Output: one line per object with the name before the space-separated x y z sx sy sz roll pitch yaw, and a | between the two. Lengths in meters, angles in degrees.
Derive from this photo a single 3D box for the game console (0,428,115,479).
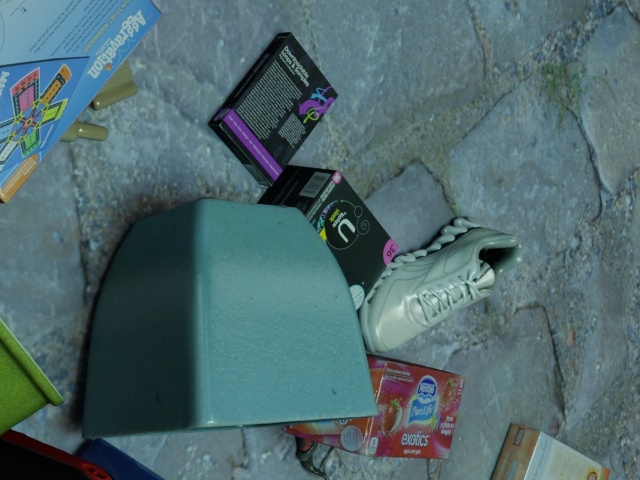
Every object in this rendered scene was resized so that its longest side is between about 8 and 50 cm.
game console | -0.298 0.365 1.055 0.060 0.342 0.386 -12 105 -43

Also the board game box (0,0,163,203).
board game box | -0.294 -0.190 1.140 0.145 0.027 0.281 49 63 -31

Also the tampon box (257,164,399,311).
tampon box | 0.000 0.000 1.411 0.161 0.101 0.120 49 67 -35

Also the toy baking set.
toy baking set | -0.309 -0.206 1.165 0.256 0.030 0.196 0 94 -41

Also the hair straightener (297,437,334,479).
hair straightener | 0.005 0.217 1.486 0.089 0.047 0.230 -18 108 -37

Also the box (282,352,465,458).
box | 0.077 0.215 1.451 0.257 0.128 0.122 20 81 -58

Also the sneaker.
sneaker | 0.172 0.063 1.562 0.292 0.118 0.110 -37 121 -29

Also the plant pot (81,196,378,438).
plant pot | -0.112 0.089 1.250 0.248 0.247 0.252 5 76 -41

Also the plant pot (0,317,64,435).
plant pot | -0.467 0.101 0.898 0.353 0.366 0.366 -39 121 -16

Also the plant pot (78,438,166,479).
plant pot | -0.208 0.396 1.210 0.212 0.236 0.236 -44 126 -23

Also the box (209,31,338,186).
box | -0.056 -0.167 1.386 0.162 0.029 0.116 -54 127 -19

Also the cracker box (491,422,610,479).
cracker box | 0.378 0.416 1.827 0.232 0.067 0.155 33 75 -40
